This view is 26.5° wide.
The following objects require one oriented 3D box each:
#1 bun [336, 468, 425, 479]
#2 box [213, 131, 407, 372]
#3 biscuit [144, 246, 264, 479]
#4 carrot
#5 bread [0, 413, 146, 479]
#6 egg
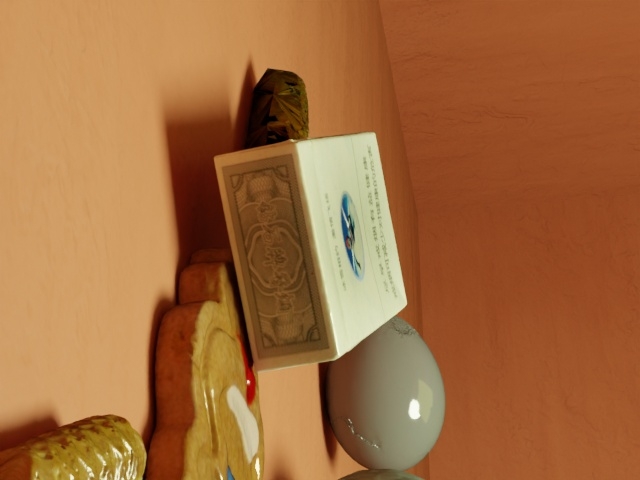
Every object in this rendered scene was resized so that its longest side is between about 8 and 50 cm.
[{"bbox_3d":[0.081,0.388,1.244,0.362,0.211,0.362,-7,90,-76],"label":"bun"},{"bbox_3d":[-0.001,0.000,1.100,0.256,0.069,0.164,-22,101,-74],"label":"box"},{"bbox_3d":[-0.074,0.146,0.952,0.202,0.047,0.334,77,11,-45],"label":"biscuit"},{"bbox_3d":[-0.042,-0.091,1.279,0.229,0.069,0.069,-87,169,-54],"label":"carrot"},{"bbox_3d":[-0.120,0.114,0.639,0.157,0.044,0.052,6,85,-81],"label":"bread"},{"bbox_3d":[0.078,0.184,1.660,0.146,0.146,0.199,63,17,-70],"label":"egg"}]
